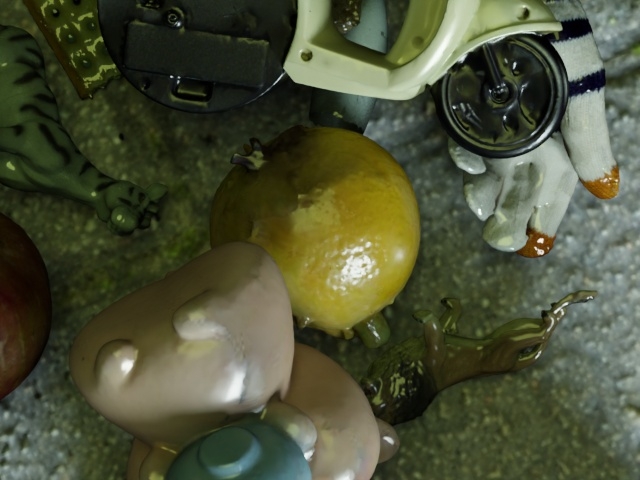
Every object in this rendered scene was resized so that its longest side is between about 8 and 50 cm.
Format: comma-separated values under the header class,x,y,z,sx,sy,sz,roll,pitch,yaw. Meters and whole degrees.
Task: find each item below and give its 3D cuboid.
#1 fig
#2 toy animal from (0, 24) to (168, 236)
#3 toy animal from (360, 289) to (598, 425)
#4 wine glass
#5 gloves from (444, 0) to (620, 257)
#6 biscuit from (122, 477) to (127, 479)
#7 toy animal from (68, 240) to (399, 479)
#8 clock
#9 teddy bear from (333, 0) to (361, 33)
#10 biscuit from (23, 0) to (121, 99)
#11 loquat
class,x,y,z,sx,sy,sz,roll,pitch,yaw
fig,-0.310,0.063,1.355,0.205,0.205,0.205,-1,78,3
toy animal,-0.260,-0.086,1.398,0.090,0.170,0.255,-41,82,37
toy animal,0.124,0.079,1.384,0.220,0.069,0.086,-23,100,3
wine glass,0.035,-0.190,1.444,0.066,0.066,0.198,15,81,6
gloves,0.169,-0.099,1.400,0.140,0.131,0.218,-4,108,-2
biscuit,-0.057,0.262,1.368,0.250,0.036,0.165,2,79,3
toy animal,-0.078,0.125,1.271,0.210,0.229,0.221,-27,82,6
clock,0.011,-0.214,1.300,0.379,0.120,0.276,6,102,6
teddy bear,-0.038,-0.277,1.423,0.129,0.182,0.251,-16,80,-40
biscuit,-0.143,-0.237,1.485,0.231,0.016,0.139,-31,78,-5
loquat,0.000,0.000,1.362,0.172,0.149,0.204,-25,100,6
